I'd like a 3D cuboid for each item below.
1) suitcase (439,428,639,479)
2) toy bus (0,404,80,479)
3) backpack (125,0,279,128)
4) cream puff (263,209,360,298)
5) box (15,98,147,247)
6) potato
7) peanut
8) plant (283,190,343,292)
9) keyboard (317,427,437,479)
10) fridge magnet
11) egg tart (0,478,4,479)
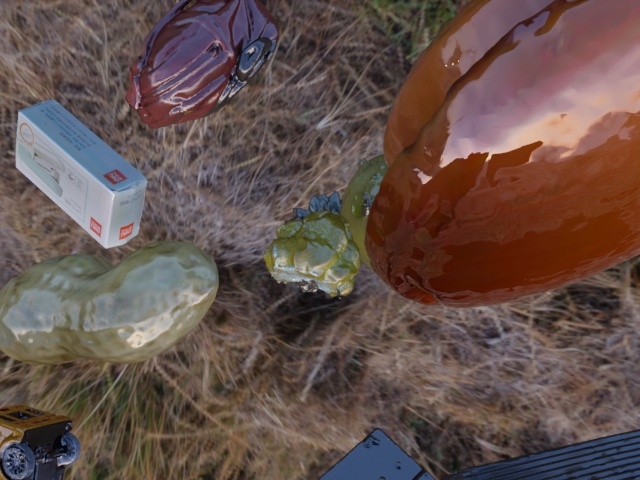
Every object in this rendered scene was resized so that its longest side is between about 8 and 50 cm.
[{"bbox_3d":[0.289,0.297,0.930,0.335,0.230,0.152,-9,128,-13],"label":"suitcase"},{"bbox_3d":[-0.311,0.268,1.014,0.088,0.083,0.195,13,95,24],"label":"toy bus"},{"bbox_3d":[-0.167,-0.238,1.337,0.229,0.229,0.139,-44,103,-8],"label":"backpack"},{"bbox_3d":[-0.008,0.012,1.567,0.156,0.121,0.156,2,55,-3],"label":"cream puff"},{"bbox_3d":[-0.416,-0.118,1.745,0.269,0.135,0.079,39,45,22],"label":"box"},{"bbox_3d":[0.167,-0.029,1.785,0.269,0.359,0.219,42,95,11],"label":"potato"},{"bbox_3d":[-0.192,0.058,0.885,0.229,0.098,0.103,-6,83,25],"label":"peanut"},{"bbox_3d":[0.000,0.000,1.975,0.132,0.129,0.195,-4,67,9],"label":"plant"},{"bbox_3d":[-0.011,0.310,1.005,0.101,0.018,0.309,39,56,24],"label":"keyboard"},{"bbox_3d":[0.190,-0.076,0.688,0.363,0.364,0.155,-25,65,-9],"label":"fridge magnet"},{"bbox_3d":[-0.267,0.250,0.754,0.234,0.234,0.094,17,91,-7],"label":"egg tart"}]
